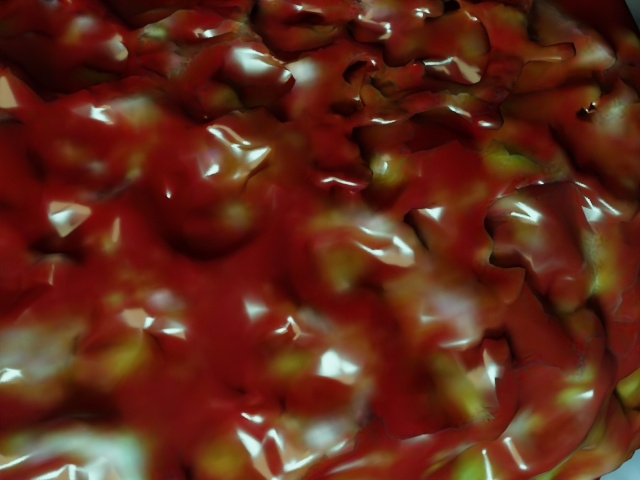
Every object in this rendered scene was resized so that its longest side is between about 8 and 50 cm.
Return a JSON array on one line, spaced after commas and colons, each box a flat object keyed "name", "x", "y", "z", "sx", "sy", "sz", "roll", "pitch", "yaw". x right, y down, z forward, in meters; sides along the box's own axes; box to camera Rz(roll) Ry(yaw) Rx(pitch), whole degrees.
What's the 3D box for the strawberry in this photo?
[{"name": "strawberry", "x": 0.000, "y": 0.000, "z": 0.431, "sx": 0.178, "sy": 0.234, "sz": 0.234, "roll": -24, "pitch": 83, "yaw": 12}]
